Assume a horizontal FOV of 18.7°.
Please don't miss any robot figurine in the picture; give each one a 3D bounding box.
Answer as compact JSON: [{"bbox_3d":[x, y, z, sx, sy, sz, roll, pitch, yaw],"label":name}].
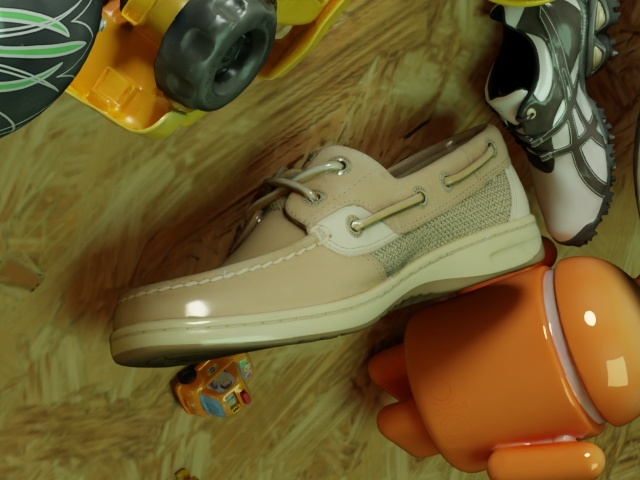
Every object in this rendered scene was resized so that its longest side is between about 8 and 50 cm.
[{"bbox_3d":[0.146,0.089,1.363,0.128,0.219,0.158,62,20,-20],"label":"robot figurine"}]

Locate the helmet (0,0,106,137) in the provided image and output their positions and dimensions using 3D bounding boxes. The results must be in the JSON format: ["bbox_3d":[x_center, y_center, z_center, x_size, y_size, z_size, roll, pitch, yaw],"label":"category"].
[{"bbox_3d":[-0.181,-0.113,0.832,0.169,0.161,0.169,-30,138,-31],"label":"helmet"}]

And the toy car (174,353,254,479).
[{"bbox_3d":[-0.062,0.122,1.272,0.060,0.040,0.122,-29,137,-32],"label":"toy car"}]

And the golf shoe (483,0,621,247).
[{"bbox_3d":[0.148,-0.085,1.320,0.094,0.077,0.198,-15,114,-26],"label":"golf shoe"}]

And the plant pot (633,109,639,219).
[{"bbox_3d":[0.374,-0.072,1.386,0.323,0.323,0.280,-63,-178,11],"label":"plant pot"}]

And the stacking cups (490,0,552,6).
[{"bbox_3d":[0.124,-0.245,1.051,0.096,0.096,0.316,-43,164,-17],"label":"stacking cups"}]

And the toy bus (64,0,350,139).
[{"bbox_3d":[-0.043,-0.153,1.001,0.220,0.149,0.211,-54,161,3],"label":"toy bus"}]

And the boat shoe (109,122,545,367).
[{"bbox_3d":[0.000,0.000,1.201,0.341,0.121,0.110,-16,93,-45],"label":"boat shoe"}]
